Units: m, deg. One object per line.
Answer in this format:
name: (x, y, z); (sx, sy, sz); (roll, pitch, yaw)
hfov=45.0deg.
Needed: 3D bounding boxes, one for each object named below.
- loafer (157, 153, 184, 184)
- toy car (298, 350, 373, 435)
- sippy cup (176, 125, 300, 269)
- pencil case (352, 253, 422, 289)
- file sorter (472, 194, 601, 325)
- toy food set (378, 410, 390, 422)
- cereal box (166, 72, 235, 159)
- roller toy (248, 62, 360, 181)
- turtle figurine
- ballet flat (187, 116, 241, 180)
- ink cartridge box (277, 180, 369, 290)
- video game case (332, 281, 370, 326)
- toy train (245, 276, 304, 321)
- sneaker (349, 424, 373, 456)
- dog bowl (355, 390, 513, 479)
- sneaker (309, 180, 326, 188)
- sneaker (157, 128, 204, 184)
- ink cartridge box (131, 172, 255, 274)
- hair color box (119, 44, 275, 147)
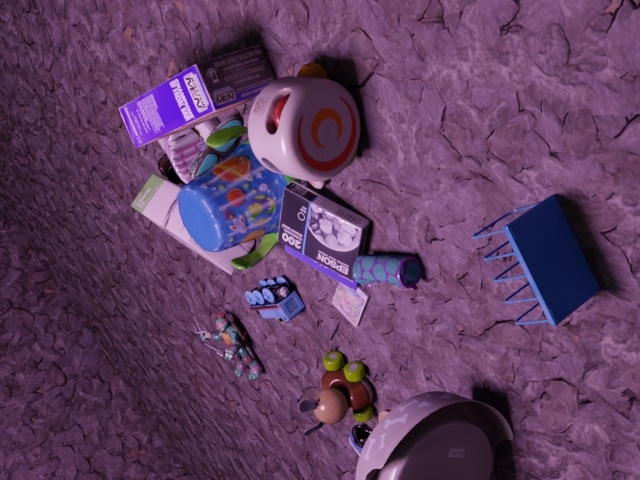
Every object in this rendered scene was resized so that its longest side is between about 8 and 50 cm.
loafer: (-0.388, -0.193, 2.084); (0.220, 0.078, 0.080); (12, 124, 50)
toy car: (0.020, 0.392, 1.886); (0.149, 0.188, 0.155); (18, 129, 47)
sippy cup: (-0.194, -0.088, 1.765); (0.240, 0.224, 0.305); (-23, 96, 58)
pencil case: (0.136, 0.064, 1.580); (0.151, 0.064, 0.070); (1, 103, 54)
file sorter: (0.339, 0.036, 1.231); (0.170, 0.118, 0.104); (63, 152, -4)
toy food set: (0.174, 0.449, 1.878); (0.082, 0.020, 0.083); (46, 145, 21)
cereal box: (-0.318, -0.277, 1.948); (0.240, 0.047, 0.173); (53, 146, 12)
roller toy: (-0.035, -0.217, 1.471); (0.146, 0.191, 0.209); (18, 129, 48)
turtle figurine: (-0.269, 0.306, 2.288); (0.234, 0.118, 0.175); (57, 166, -25)
ballet flat: (-0.256, -0.220, 1.825); (0.070, 0.070, 0.188); (40, 99, 28)
ink cartridge box: (0.000, 0.000, 1.692); (0.206, 0.045, 0.208); (28, 135, 22)
video game case: (0.069, 0.135, 1.780); (0.087, 0.011, 0.122); (45, 145, 23)
toy train: (-0.124, 0.158, 2.005); (0.184, 0.080, 0.105); (-14, 110, 57)
sneaker: (0.130, 0.536, 1.971); (0.152, 0.058, 0.085); (49, 156, 28)
dog bowl: (0.223, 0.460, 1.538); (0.102, 0.348, 0.349); (28, 137, 57)
sneaker: (-0.057, -0.167, 1.651); (0.161, 0.075, 0.057); (54, 148, 10)
sneaker: (-0.354, -0.240, 1.908); (0.236, 0.095, 0.104); (63, 153, 3)
ink cartridge box: (-0.332, -0.044, 2.020); (0.273, 0.115, 0.198); (28, 170, 40)
hair color box: (-0.273, -0.310, 1.692); (0.338, 0.185, 0.110); (-13, 102, 50)
